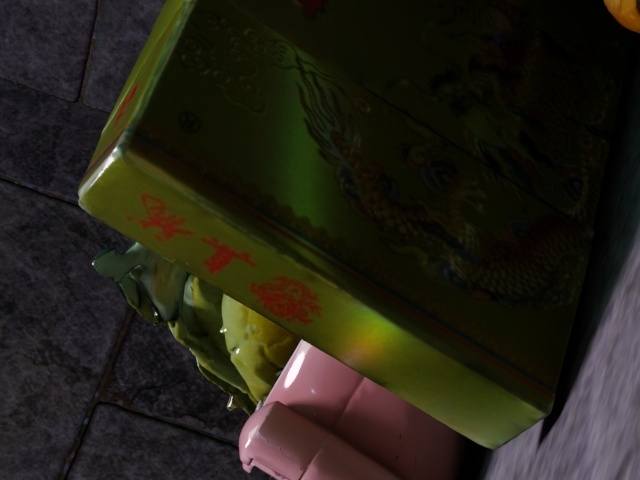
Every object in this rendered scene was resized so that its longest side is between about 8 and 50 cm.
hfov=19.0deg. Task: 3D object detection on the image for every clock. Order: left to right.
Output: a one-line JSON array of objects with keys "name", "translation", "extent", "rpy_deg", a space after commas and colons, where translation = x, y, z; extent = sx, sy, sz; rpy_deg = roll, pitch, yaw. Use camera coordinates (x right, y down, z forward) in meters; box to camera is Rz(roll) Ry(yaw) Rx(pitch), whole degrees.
[{"name": "clock", "translation": [0.040, 0.045, 0.826], "extent": [0.162, 0.093, 0.166], "rpy_deg": [-62, -3, -8]}]

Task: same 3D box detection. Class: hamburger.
[{"name": "hamburger", "translation": [-0.003, -0.001, 0.964], "extent": [0.235, 0.125, 0.214], "rpy_deg": [1, -69, -50]}]

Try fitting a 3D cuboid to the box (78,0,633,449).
[{"name": "box", "translation": [0.037, -0.089, 0.723], "extent": [0.043, 0.173, 0.311], "rpy_deg": [-43, 21, 46]}]

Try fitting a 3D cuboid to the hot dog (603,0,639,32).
[{"name": "hot dog", "translation": [0.122, -0.158, 0.439], "extent": [0.100, 0.068, 0.249], "rpy_deg": [77, -147, -72]}]
